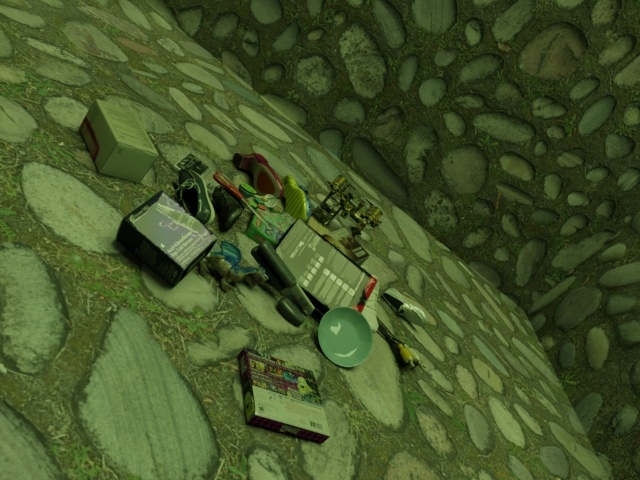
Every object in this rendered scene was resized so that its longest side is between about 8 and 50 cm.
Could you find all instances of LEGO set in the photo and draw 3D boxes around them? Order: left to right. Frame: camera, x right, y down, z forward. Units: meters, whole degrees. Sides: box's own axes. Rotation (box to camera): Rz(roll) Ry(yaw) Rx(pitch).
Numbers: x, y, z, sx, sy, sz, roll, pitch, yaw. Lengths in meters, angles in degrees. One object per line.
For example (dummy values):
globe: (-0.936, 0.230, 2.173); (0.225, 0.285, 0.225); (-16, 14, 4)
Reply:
LEGO set: (0.112, -0.126, 2.453); (0.331, 0.192, 0.255); (44, -17, -7)

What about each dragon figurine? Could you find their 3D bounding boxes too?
dragon figurine: (-0.291, 0.061, 1.566); (0.289, 0.085, 0.144); (38, 21, -10)

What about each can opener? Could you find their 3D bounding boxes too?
can opener: (-0.125, 0.137, 1.642); (0.283, 0.076, 0.095); (55, 32, -9)

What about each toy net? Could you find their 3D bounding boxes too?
toy net: (-0.225, -0.160, 2.023); (0.122, 0.045, 0.232); (40, 15, 25)

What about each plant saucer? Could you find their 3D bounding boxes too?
plant saucer: (0.075, 0.311, 1.680); (0.195, 0.037, 0.194); (9, 67, -21)

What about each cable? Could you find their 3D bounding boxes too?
cable: (0.296, 0.379, 1.976); (0.140, 0.072, 0.287); (23, 26, -51)

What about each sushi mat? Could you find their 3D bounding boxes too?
sushi mat: (0.000, 0.000, 2.293); (0.151, 0.019, 0.316); (37, 21, -15)

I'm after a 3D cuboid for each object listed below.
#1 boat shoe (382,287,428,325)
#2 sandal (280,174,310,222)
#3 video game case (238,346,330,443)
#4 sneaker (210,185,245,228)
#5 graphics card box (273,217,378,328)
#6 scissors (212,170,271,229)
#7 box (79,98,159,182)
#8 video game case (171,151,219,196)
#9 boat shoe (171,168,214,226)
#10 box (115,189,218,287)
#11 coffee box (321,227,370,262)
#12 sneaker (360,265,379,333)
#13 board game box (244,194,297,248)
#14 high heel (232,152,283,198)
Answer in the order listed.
boat shoe: (0.358, 0.298, 2.262); (0.226, 0.083, 0.076); (38, 29, 25)
sandal: (-0.092, -0.176, 2.349); (0.138, 0.126, 0.317); (32, 24, -34)
video game case: (-0.094, 0.389, 1.316); (0.232, 0.042, 0.210); (28, 24, -32)
sneaker: (-0.339, -0.118, 1.845); (0.130, 0.087, 0.227); (34, 19, -13)
graphics card box: (-0.003, 0.121, 1.803); (0.371, 0.094, 0.232); (39, 53, -8)
scissors: (-0.276, -0.148, 1.890); (0.297, 0.021, 0.109); (42, 9, 0)
box: (-0.639, -0.313, 1.648); (0.149, 0.127, 0.232); (14, 34, -51)
video game case: (-0.463, -0.255, 1.990); (0.173, 0.022, 0.190); (37, 22, -12)
boat shoe: (-0.434, -0.154, 1.744); (0.079, 0.095, 0.254); (31, 29, -56)
box: (-0.409, -0.006, 1.391); (0.207, 0.108, 0.153); (40, 47, -3)
coffee box: (0.052, 0.065, 2.078); (0.168, 0.119, 0.297); (48, 27, 14)
sneaker: (0.161, 0.213, 1.961); (0.114, 0.152, 0.305); (30, 25, -34)
board game box: (-0.175, -0.048, 2.043); (0.214, 0.046, 0.317); (35, 22, -14)
high heel: (-0.221, -0.285, 2.274); (0.181, 0.127, 0.377); (4, 33, -43)
